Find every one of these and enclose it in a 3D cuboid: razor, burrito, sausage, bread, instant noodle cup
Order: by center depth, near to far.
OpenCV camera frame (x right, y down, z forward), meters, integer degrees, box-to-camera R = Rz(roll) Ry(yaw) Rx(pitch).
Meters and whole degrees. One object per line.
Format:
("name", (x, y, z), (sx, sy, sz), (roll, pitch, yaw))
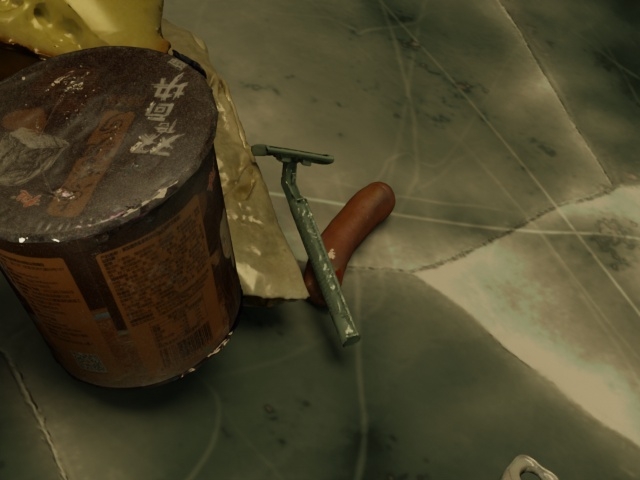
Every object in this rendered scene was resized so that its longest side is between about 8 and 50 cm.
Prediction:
("instant noodle cup", (-0.163, -0.010, 1.118), (0.218, 0.207, 0.217), (-7, 44, 7))
("razor", (-0.004, 0.004, 1.294), (0.084, 0.036, 0.211), (6, 56, -37))
("bread", (-0.279, -0.205, 1.344), (0.262, 0.162, 0.204), (11, 43, -20))
("burrito", (-0.119, -0.081, 1.349), (0.117, 0.076, 0.392), (-1, 47, -25))
("sausage", (0.027, -0.002, 1.358), (0.040, 0.047, 0.176), (-9, 28, 33))

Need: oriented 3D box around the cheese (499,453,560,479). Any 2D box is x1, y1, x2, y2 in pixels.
("cheese", (0.131, 0.263, 1.101), (0.249, 0.070, 0.163), (-15, 53, -36))
